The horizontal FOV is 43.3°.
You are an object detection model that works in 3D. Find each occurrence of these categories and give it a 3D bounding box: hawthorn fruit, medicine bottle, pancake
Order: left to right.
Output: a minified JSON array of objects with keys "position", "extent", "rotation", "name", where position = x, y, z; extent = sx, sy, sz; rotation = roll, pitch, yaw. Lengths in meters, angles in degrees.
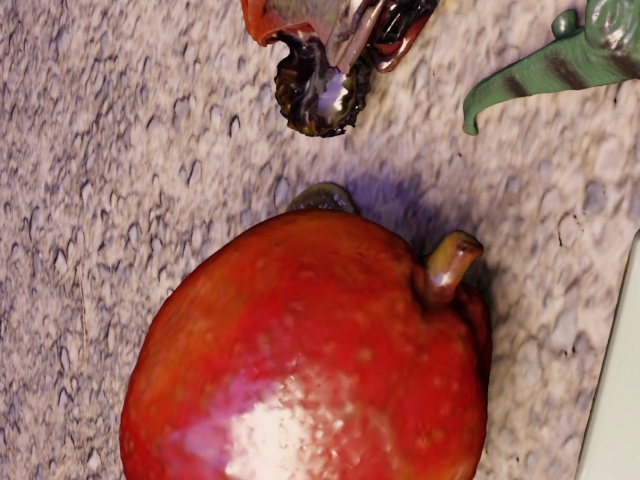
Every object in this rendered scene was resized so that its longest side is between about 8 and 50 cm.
[{"position":[0.000,0.001,0.732],"extent":[0.108,0.017,0.108],"rotation":[6,98,44],"name":"pancake"},{"position":[0.003,0.102,0.585],"extent":[0.265,0.265,0.307],"rotation":[47,116,27],"name":"hawthorn fruit"},{"position":[0.212,0.105,0.491],"extent":[0.083,0.121,0.229],"rotation":[18,106,37],"name":"medicine bottle"}]

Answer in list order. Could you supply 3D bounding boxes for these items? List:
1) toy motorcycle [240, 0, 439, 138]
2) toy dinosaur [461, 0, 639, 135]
[{"position":[0.048,-0.276,0.593],"extent":[0.207,0.134,0.401],"rotation":[50,124,18],"name":"toy motorcycle"},{"position":[0.194,-0.155,0.515],"extent":[0.292,0.079,0.120],"rotation":[-10,86,44],"name":"toy dinosaur"}]
